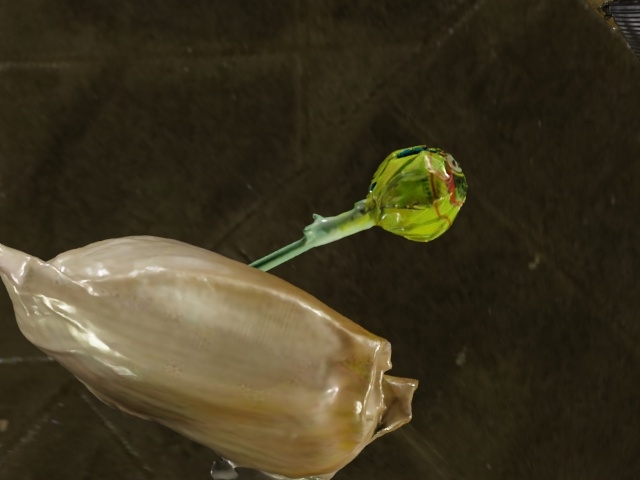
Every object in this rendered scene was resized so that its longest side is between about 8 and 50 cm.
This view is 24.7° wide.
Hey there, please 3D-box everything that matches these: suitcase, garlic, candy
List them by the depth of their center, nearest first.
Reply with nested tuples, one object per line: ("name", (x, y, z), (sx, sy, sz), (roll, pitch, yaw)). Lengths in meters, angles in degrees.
("garlic", (-0.041, 0.030, 0.485), (0.152, 0.084, 0.066), (22, 54, -5))
("candy", (0.000, 0.000, 0.898), (0.194, 0.062, 0.058), (-26, 78, 10))
("suitcase", (0.269, -0.163, 1.117), (0.059, 0.126, 0.086), (-36, 99, 3))

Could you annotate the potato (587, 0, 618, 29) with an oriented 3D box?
("potato", (0.273, -0.265, 1.292), (0.137, 0.137, 0.176), (-32, 94, 1))
